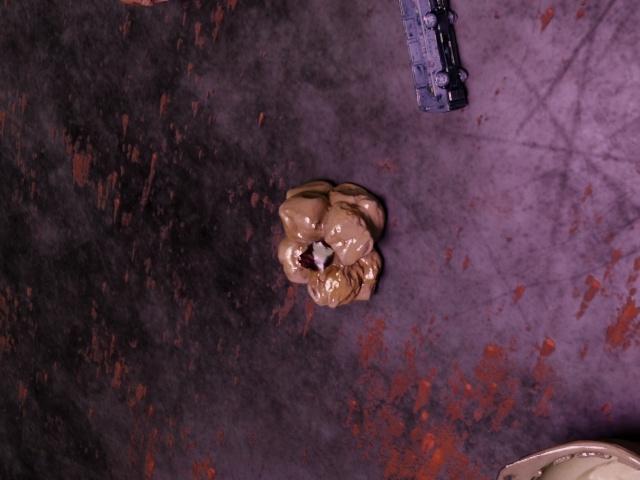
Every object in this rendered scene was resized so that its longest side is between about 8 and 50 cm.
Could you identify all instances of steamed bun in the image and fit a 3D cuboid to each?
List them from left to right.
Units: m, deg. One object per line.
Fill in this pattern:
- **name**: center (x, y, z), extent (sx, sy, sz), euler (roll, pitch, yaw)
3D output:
- **steamed bun**: center (0.000, 0.000, 1.310), extent (0.192, 0.106, 0.178), euler (29, 121, 31)

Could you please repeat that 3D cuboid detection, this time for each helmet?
- **helmet**: center (0.365, 0.327, 1.095), extent (0.257, 0.137, 0.204), euler (-5, 102, 34)

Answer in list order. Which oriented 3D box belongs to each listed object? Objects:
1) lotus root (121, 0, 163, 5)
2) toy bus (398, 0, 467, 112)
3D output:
- **lotus root**: center (-0.308, -0.535, 1.353), extent (0.169, 0.151, 0.343), euler (-21, 86, 23)
- **toy bus**: center (0.148, -0.251, 1.136), extent (0.065, 0.047, 0.166), euler (-3, 102, 46)
